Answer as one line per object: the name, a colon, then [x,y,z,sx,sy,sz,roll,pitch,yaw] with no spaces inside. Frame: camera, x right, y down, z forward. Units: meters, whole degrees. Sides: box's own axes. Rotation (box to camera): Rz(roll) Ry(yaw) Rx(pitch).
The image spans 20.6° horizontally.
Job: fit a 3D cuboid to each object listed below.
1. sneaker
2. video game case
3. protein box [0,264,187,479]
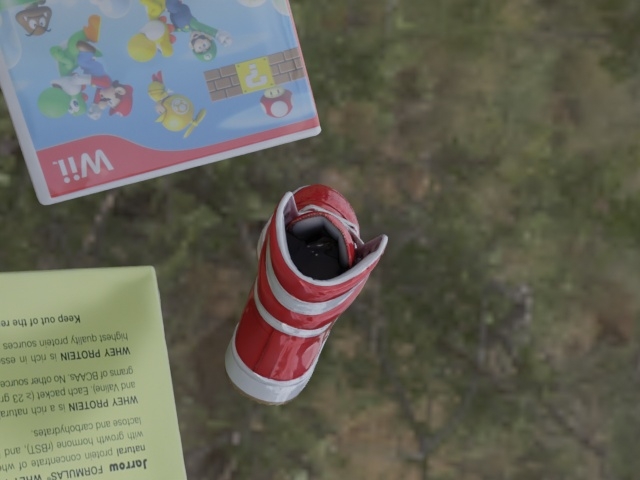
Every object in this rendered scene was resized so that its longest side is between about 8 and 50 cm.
sneaker: [0.000,0.000,0.638,0.118,0.042,0.067,-73,-174,-53]
video game case: [-0.131,-0.179,1.172,0.025,0.204,0.285,-101,176,-67]
protein box: [-0.163,0.123,0.654,0.199,0.136,0.201,-3,80,-44]
